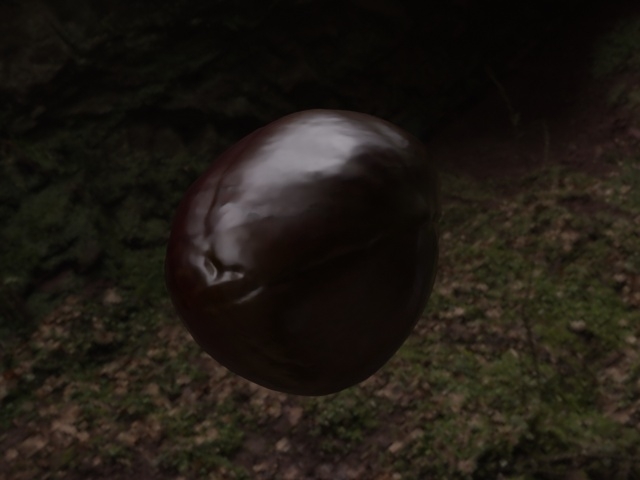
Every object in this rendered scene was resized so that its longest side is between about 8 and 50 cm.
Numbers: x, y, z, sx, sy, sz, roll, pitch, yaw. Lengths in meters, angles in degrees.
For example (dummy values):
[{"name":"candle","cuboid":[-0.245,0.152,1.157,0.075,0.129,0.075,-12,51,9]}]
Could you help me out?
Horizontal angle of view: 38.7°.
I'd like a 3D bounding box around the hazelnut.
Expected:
[{"name":"hazelnut","cuboid":[0.000,0.000,0.708,0.229,0.229,0.229,-39,-3,-2]}]
